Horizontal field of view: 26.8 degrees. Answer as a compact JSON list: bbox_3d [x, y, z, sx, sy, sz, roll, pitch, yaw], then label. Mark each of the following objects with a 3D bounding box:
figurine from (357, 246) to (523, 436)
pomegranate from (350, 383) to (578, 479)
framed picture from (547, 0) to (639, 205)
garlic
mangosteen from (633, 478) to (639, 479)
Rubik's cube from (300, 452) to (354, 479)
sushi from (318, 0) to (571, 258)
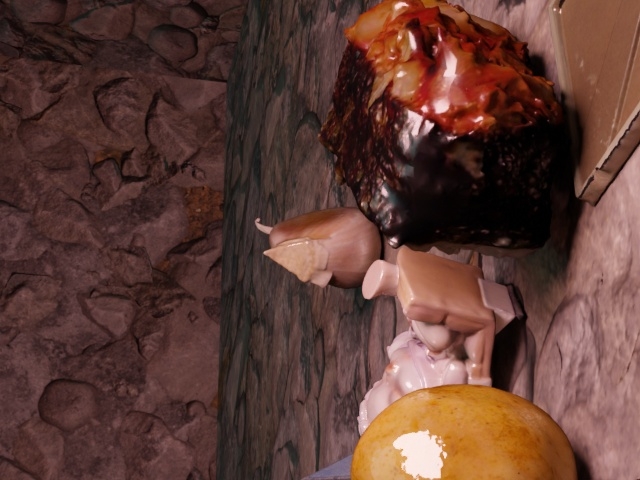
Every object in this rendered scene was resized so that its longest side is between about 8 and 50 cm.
[{"bbox_3d":[0.094,0.133,1.256,0.162,0.141,0.236,-98,17,-59],"label":"figurine"},{"bbox_3d":[0.124,0.197,1.026,0.196,0.196,0.196,-174,90,-79],"label":"pomegranate"},{"bbox_3d":[0.238,-0.190,1.005,0.289,0.020,0.211,113,160,-55],"label":"framed picture"},{"bbox_3d":[0.001,0.001,1.792,0.128,0.148,0.266,-54,11,-4],"label":"garlic"},{"bbox_3d":[0.192,0.217,0.702,0.200,0.200,0.199,-174,90,-79],"label":"mangosteen"},{"bbox_3d":[0.000,0.392,1.619,0.233,0.229,0.228,45,-177,30],"label":"Rubik's cube"},{"bbox_3d":[0.116,-0.110,1.190,0.343,0.196,0.182,-108,38,-64],"label":"sushi"}]
